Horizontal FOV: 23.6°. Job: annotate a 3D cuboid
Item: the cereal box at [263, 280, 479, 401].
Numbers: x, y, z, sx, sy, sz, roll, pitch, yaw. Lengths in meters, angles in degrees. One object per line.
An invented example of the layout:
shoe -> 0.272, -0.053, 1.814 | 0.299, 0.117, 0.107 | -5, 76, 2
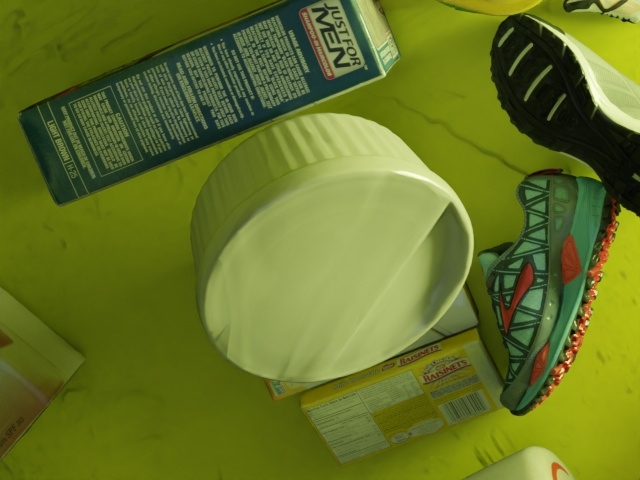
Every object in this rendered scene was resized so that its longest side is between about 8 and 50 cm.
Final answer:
cereal box -> 0.026, 0.050, 1.617 | 0.240, 0.047, 0.173 | -23, 101, 13

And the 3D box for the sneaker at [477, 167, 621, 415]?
sneaker -> 0.219, 0.050, 1.581 | 0.125, 0.104, 0.261 | 20, 103, 20

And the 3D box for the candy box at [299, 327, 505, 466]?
candy box -> 0.091, 0.169, 1.634 | 0.206, 0.027, 0.105 | -22, 124, 12

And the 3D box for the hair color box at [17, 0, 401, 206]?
hair color box -> -0.104, -0.154, 1.514 | 0.347, 0.174, 0.105 | -20, 100, 12

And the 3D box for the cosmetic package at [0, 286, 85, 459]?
cosmetic package -> -0.423, 0.103, 1.650 | 0.296, 0.129, 0.153 | 40, 108, -3

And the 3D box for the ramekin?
ramekin -> 0.000, 0.000, 1.465 | 0.273, 0.127, 0.272 | -12, 134, -13

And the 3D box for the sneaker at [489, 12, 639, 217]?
sneaker -> 0.278, -0.124, 1.520 | 0.271, 0.108, 0.100 | 44, 125, 11

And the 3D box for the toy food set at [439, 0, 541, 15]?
toy food set -> 0.127, -0.289, 1.509 | 0.218, 0.071, 0.128 | 18, 83, 0

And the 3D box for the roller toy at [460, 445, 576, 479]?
roller toy -> 0.212, 0.323, 1.594 | 0.146, 0.209, 0.191 | -30, 86, 15

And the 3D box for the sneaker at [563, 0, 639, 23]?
sneaker -> 0.294, -0.232, 1.510 | 0.109, 0.040, 0.043 | -6, 106, 10
